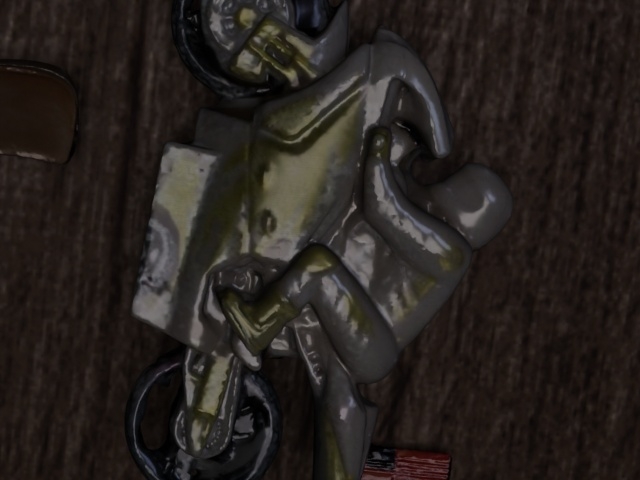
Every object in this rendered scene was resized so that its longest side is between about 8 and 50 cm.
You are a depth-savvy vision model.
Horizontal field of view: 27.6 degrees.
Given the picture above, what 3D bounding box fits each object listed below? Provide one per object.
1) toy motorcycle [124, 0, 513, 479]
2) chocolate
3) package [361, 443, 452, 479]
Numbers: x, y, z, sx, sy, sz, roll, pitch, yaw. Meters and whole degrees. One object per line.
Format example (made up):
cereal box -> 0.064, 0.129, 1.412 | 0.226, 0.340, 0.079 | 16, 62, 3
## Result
toy motorcycle -> 0.000, 0.000, 0.785 | 0.223, 0.108, 0.340 | 10, 91, -2
chocolate -> -0.195, -0.083, 0.788 | 0.101, 0.031, 0.064 | 5, 117, -3
package -> 0.033, 0.234, 0.871 | 0.083, 0.022, 0.200 | 8, 98, -8
